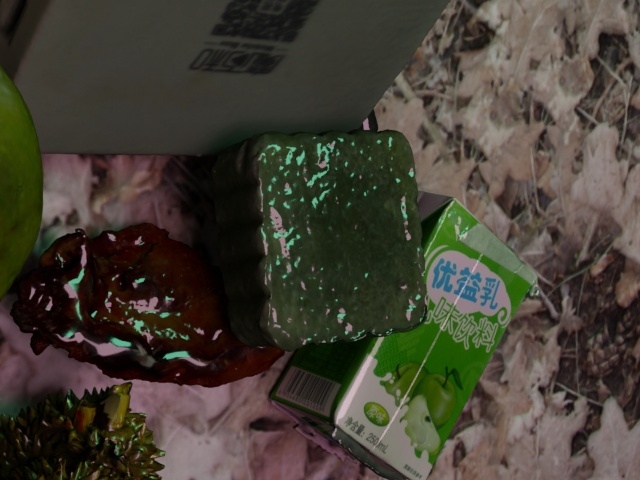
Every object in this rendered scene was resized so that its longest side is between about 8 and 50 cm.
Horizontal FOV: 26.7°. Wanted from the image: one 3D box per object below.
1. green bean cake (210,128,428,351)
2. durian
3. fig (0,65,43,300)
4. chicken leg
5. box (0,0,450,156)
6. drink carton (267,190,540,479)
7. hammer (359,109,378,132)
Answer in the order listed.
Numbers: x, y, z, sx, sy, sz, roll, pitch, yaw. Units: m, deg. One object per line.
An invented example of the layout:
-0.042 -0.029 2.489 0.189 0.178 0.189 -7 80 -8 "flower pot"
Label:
0.000 0.000 1.188 0.183 0.094 0.185 -5 85 -37 "green bean cake"
-0.216 0.261 1.073 0.258 0.258 0.293 8 64 -39 "durian"
-0.291 0.016 0.971 0.233 0.233 0.314 -27 107 -31 "fig"
-0.092 0.050 1.227 0.407 0.096 0.158 -12 87 -38 "chicken leg"
-0.057 -0.211 1.074 0.367 0.090 0.373 0 143 -38 "box"
0.089 0.101 1.360 0.161 0.108 0.271 40 75 -36 "drink carton"
0.021 -0.215 1.298 0.103 0.029 0.246 -23 114 -33 "hammer"
